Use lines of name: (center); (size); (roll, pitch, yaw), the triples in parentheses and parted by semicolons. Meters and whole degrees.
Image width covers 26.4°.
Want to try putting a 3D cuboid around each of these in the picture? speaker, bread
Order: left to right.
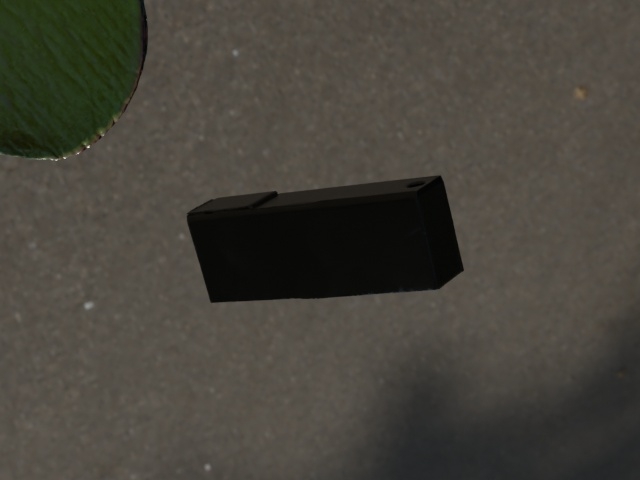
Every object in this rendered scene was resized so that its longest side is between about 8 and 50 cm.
bread: (-0.247, -0.173, 1.097); (0.228, 0.033, 0.228); (-6, 102, -30)
speaker: (0.000, 0.000, 1.064); (0.218, 0.082, 0.044); (-6, -164, 35)
